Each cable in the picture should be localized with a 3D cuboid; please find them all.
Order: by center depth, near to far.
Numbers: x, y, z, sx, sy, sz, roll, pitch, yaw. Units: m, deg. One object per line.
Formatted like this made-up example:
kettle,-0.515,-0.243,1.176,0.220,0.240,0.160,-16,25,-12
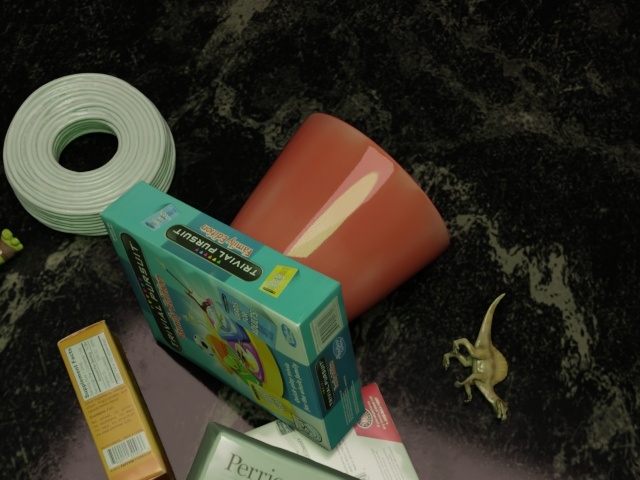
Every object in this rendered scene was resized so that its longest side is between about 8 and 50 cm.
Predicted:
cable,-0.353,-0.135,1.388,0.257,0.089,0.257,17,66,6

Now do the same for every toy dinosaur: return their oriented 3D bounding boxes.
toy dinosaur,0.228,0.168,1.300,0.093,0.053,0.183,5,72,-17

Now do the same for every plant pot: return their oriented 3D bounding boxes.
plant pot,0.000,0.000,1.262,0.275,0.275,0.243,41,81,16

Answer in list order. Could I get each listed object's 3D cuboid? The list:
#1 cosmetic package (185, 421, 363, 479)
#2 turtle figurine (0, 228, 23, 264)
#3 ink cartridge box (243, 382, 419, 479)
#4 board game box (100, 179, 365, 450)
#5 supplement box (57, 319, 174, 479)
cosmetic package,-0.104,0.458,1.000,0.230,0.161,0.453,23,80,-6
turtle figurine,-0.535,0.063,1.294,0.270,0.087,0.217,32,61,16
ink cartridge box,-0.005,0.317,1.187,0.237,0.100,0.172,-20,67,-11
board game box,-0.110,0.094,1.143,0.336,0.253,0.079,26,55,32
supplement box,-0.280,0.232,1.231,0.080,0.078,0.233,-22,67,-8
